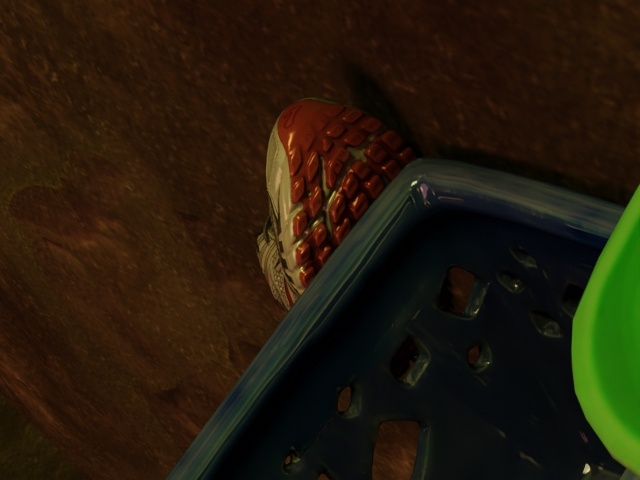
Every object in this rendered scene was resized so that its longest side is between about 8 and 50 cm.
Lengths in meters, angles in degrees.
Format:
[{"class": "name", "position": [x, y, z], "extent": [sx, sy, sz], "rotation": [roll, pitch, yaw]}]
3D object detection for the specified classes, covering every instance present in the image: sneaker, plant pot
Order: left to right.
[{"class": "sneaker", "position": [0.000, 0.000, 0.955], "extent": [0.093, 0.088, 0.225], "rotation": [36, 160, 25]}, {"class": "plant pot", "position": [0.101, 0.130, 0.824], "extent": [0.236, 0.236, 0.212], "rotation": [19, 157, 50]}]

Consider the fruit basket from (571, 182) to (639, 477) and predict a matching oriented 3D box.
[{"class": "fruit basket", "position": [0.216, -0.038, 0.210], "extent": [0.392, 0.283, 0.392], "rotation": [31, 174, 3]}]
